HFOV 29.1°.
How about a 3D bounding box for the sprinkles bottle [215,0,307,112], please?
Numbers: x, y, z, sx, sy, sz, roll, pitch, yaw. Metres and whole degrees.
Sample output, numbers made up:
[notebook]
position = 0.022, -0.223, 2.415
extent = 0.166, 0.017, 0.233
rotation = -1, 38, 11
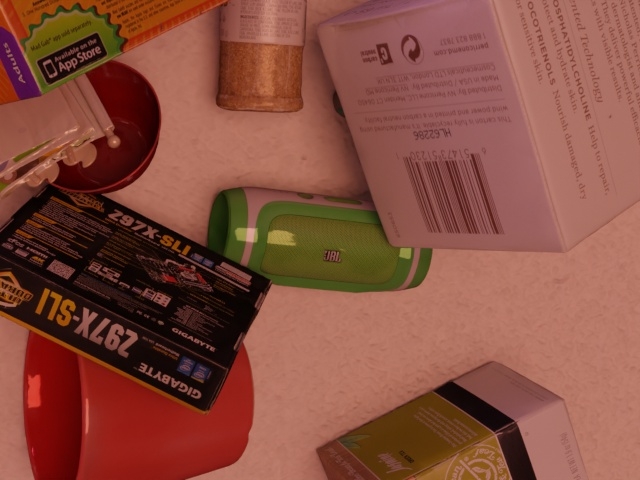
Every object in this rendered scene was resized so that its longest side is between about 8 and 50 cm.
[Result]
[sprinkles bottle]
position = -0.073, -0.349, 1.622
extent = 0.121, 0.121, 0.356
rotation = -1, 100, -19

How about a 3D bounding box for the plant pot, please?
[plant pot]
position = -0.234, 0.206, 1.605
extent = 0.243, 0.275, 0.275
rotation = 1, 99, -29

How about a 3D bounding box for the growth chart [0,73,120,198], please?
[growth chart]
position = -0.379, -0.136, 1.533
extent = 0.237, 0.021, 0.172
rotation = -22, 71, -1

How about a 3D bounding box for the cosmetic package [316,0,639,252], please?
[cosmetic package]
position = 0.275, -0.211, 1.602
extent = 0.393, 0.329, 0.327
rotation = -31, 108, -34

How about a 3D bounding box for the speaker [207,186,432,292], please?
[speaker]
position = 0.000, 0.000, 1.707
extent = 0.296, 0.131, 0.131
rotation = 6, 97, -20

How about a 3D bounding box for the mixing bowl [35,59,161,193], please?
[mixing bowl]
position = -0.281, -0.130, 1.583
extent = 0.181, 0.098, 0.181
rotation = -2, 71, 7

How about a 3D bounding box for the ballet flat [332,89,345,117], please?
[ballet flat]
position = 0.110, -0.245, 1.732
extent = 0.213, 0.068, 0.072
rotation = -43, 110, -8

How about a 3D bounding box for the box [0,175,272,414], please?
[box]
position = -0.238, 0.057, 1.513
extent = 0.322, 0.257, 0.079
rotation = 26, 113, -2

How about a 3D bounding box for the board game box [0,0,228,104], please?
[board game box]
position = -0.314, -0.376, 1.355
extent = 0.356, 0.356, 0.356
rotation = -34, 110, -32

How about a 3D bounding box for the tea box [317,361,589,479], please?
[tea box]
position = 0.218, 0.407, 1.802
extent = 0.323, 0.220, 0.329
rotation = -25, 107, -13
